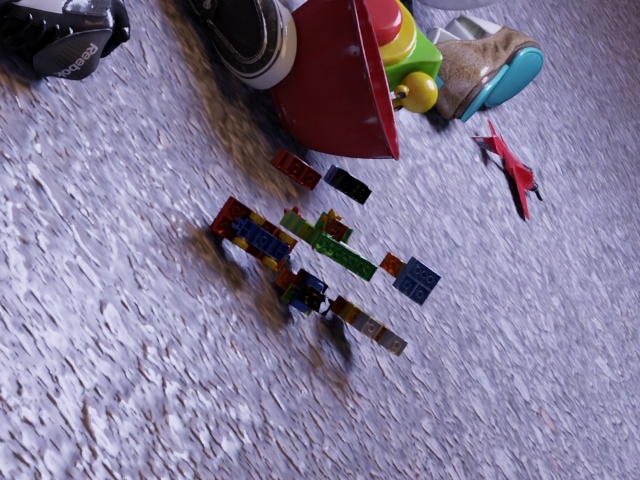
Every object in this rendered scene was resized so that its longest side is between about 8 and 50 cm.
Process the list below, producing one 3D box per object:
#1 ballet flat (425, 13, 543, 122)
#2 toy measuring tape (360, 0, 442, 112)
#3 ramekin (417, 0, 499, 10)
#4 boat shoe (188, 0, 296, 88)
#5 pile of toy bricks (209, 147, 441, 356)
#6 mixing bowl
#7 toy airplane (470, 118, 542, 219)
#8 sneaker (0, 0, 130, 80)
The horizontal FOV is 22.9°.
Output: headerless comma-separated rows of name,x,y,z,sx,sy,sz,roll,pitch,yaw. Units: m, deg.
ballet flat,0.193,-0.230,2.025,0.124,0.116,0.342,42,25,8
toy measuring tape,0.002,-0.246,1.653,0.330,0.121,0.121,50,18,23
ramekin,0.196,-0.414,2.044,0.273,0.273,0.127,-94,158,-47
boat shoe,-0.091,-0.231,1.457,0.070,0.078,0.219,28,30,-52
pile of toy bricks,0.000,0.000,1.341,0.212,0.118,0.105,35,-1,-28
mixing bowl,0.007,-0.151,1.491,0.181,0.098,0.181,-14,90,-81
toy airplane,0.245,-0.102,2.043,0.151,0.028,0.151,46,24,-28
sneaker,-0.201,-0.164,1.135,0.106,0.078,0.234,62,23,-1
